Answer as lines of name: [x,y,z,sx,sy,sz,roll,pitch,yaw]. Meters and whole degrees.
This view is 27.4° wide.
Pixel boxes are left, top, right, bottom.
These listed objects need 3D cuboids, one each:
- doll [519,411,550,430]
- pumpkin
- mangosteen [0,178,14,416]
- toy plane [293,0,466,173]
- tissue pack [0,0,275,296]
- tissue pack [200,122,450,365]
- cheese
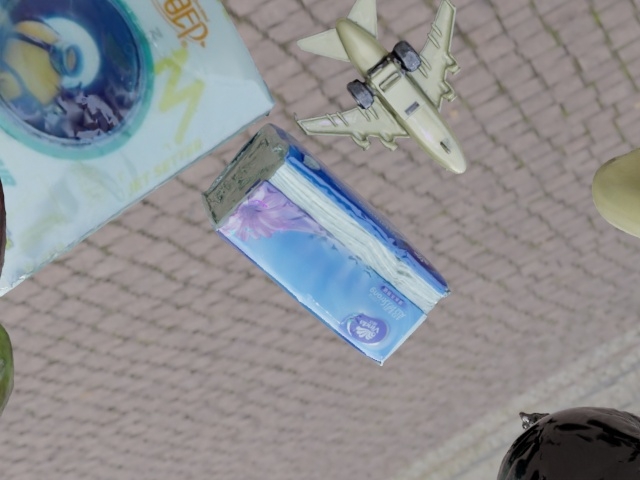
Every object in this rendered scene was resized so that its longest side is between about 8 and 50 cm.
doll: [0.296,0.222,1.414,0.165,0.057,0.139,15,167,32]
pumpkin: [0.219,0.202,0.926,0.202,0.202,0.140,14,108,-54]
mangosteen: [-0.298,0.016,0.712,0.300,0.300,0.300,-19,156,-9]
toy plane: [0.091,-0.171,1.526,0.229,0.244,0.092,-40,-174,4]
tissue pack: [-0.261,-0.148,1.275,0.162,0.287,0.388,-17,-163,48]
tissue pack: [0.000,0.000,1.589,0.146,0.263,0.198,-48,-163,4]
cheese: [0.326,-0.019,0.996,0.127,0.255,0.050,-24,119,-21]
